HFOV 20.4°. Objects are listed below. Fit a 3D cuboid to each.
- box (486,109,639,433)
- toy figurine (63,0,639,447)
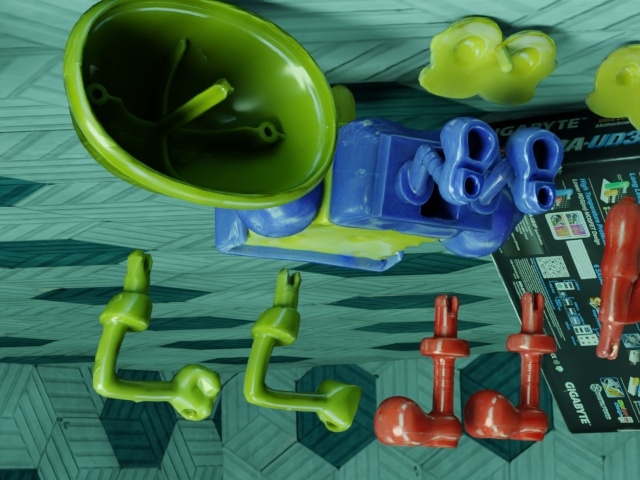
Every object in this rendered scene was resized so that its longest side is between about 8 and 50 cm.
[{"bbox_3d":[0.198,0.021,1.031,0.175,0.051,0.220,-6,129,28],"label":"box"},{"bbox_3d":[0.000,0.000,0.860,0.363,0.191,0.217,5,175,-33],"label":"toy figurine"}]
